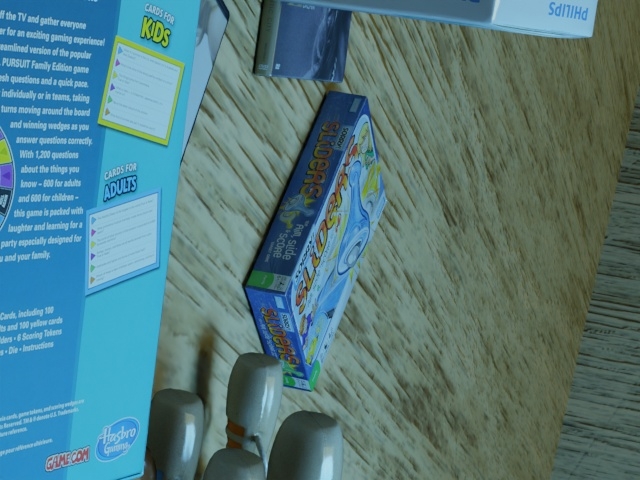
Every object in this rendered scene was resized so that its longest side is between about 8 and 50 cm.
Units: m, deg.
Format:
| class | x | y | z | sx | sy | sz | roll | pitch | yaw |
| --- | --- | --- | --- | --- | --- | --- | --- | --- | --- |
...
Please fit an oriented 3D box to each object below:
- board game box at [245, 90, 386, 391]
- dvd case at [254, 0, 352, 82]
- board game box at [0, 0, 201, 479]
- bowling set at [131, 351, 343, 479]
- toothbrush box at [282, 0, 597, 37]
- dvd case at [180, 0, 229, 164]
| class | x | y | z | sx | sy | sz | roll | pitch | yaw |
| --- | --- | --- | --- | --- | --- | --- | --- | --- | --- |
| board game box | 0.000 | 0.000 | 1.332 | 0.136 | 0.035 | 0.201 | 75 | 30 | -52 |
| dvd case | 0.002 | -0.229 | 1.243 | 0.164 | 0.018 | 0.221 | -10 | 109 | -70 |
| board game box | -0.155 | -0.046 | 0.728 | 0.254 | 0.079 | 0.336 | -5 | 104 | -64 |
| bowling set | -0.075 | 0.185 | 1.064 | 0.287 | 0.200 | 0.154 | -141 | -122 | -62 |
| toothbrush box | 0.080 | -0.291 | 1.093 | 0.126 | 0.216 | 0.295 | -3 | 104 | -49 |
| dvd case | -0.117 | -0.118 | 0.937 | 0.253 | 0.022 | 0.180 | 61 | 43 | -62 |
